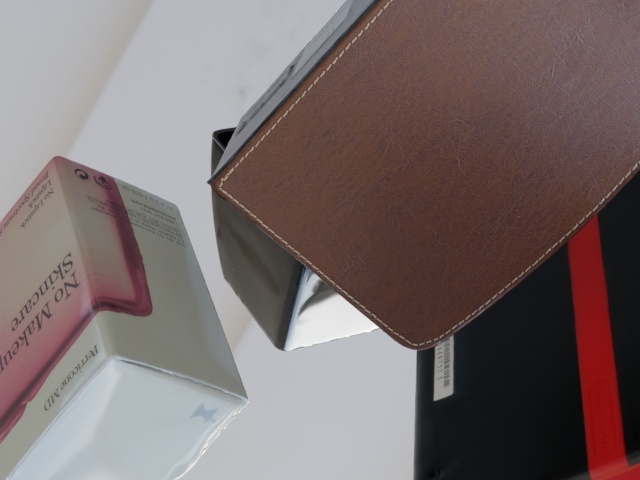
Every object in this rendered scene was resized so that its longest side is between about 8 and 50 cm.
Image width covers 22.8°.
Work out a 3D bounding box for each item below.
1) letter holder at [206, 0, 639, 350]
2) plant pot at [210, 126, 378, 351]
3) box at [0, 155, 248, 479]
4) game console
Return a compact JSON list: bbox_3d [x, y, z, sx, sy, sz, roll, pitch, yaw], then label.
[{"bbox_3d":[0.105,-0.100,1.128,0.214,0.302,0.152,40,-159,-10],"label":"letter holder"},{"bbox_3d":[0.000,0.000,1.564,0.187,0.167,0.188,-12,-136,-32],"label":"plant pot"},{"bbox_3d":[-0.172,0.073,1.214,0.127,0.148,0.232,24,-153,-36],"label":"box"},{"bbox_3d":[0.229,0.054,1.227,0.060,0.342,0.386,52,-154,-29],"label":"game console"}]
